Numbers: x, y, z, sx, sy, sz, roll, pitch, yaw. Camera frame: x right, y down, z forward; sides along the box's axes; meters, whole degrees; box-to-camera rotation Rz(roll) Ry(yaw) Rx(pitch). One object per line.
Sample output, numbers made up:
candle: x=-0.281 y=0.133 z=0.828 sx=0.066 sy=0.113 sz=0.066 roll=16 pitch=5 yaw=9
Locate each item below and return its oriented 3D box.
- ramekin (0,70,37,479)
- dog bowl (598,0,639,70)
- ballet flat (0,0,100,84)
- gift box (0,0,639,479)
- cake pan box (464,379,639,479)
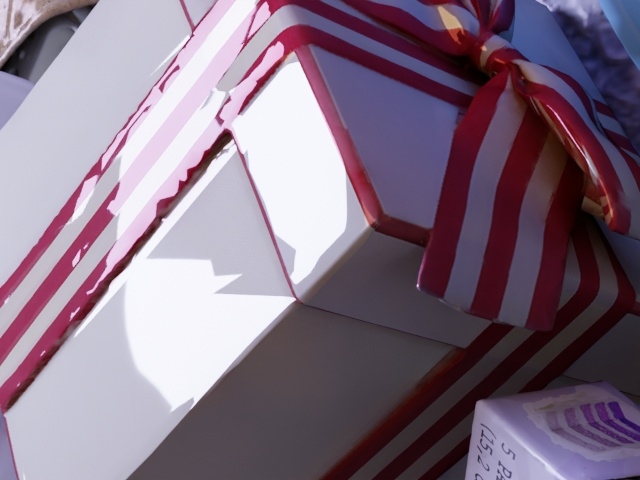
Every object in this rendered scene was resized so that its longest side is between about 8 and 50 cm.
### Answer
ramekin: x=-0.225 y=0.041 z=0.940 sx=0.127 sy=0.273 sz=0.272 roll=-31 pitch=54 yaw=54
dog bowl: x=0.153 y=-0.186 z=0.657 sx=0.074 sy=0.166 sz=0.297 roll=-25 pitch=58 yaw=29
ballet flat: x=-0.227 y=-0.046 z=1.103 sx=0.124 sy=0.116 sz=0.342 roll=30 pitch=96 yaw=30
gift box: x=0.000 y=0.000 z=0.681 sx=0.258 sy=0.276 sz=0.255 roll=-46 pitch=52 yaw=27
cake pan box: x=0.122 y=0.209 z=0.528 sx=0.246 sy=0.070 sz=0.266 roll=42 pitch=131 yaw=53
